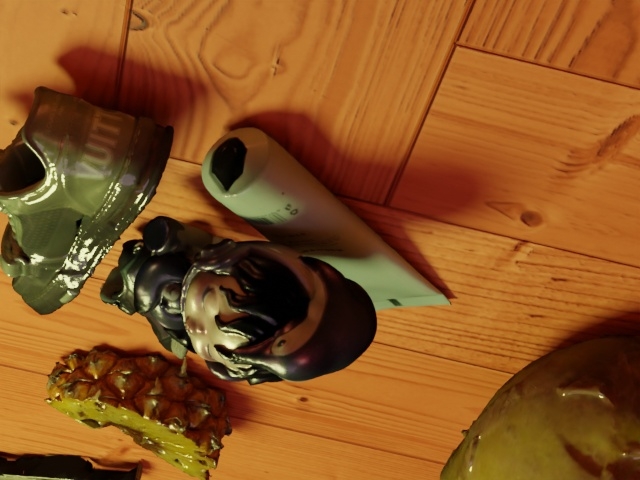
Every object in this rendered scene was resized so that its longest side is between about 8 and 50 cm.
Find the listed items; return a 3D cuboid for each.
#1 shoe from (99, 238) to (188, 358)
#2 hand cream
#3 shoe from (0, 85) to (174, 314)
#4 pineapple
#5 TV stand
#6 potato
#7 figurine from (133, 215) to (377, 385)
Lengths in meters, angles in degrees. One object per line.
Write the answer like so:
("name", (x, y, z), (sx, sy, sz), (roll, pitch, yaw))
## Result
("shoe", (-0.166, 0.049, 1.698), (0.099, 0.071, 0.169), (9, 145, 8))
("hand cream", (0.000, 0.000, 1.584), (0.109, 0.067, 0.321), (-8, 149, 29))
("shoe", (-0.245, -0.042, 1.541), (0.149, 0.109, 0.293), (26, 143, -17))
("pineapple", (-0.176, 0.183, 1.908), (0.233, 0.079, 0.135), (26, 143, -25))
("TV stand", (-0.339, 0.284, 2.162), (0.249, 0.036, 0.042), (2, 150, 13))
("potato", (0.264, 0.200, 1.679), (0.289, 0.301, 0.237), (-16, 131, -19))
("figurine", (-0.053, 0.062, 1.552), (0.222, 0.145, 0.145), (25, 163, 39))
